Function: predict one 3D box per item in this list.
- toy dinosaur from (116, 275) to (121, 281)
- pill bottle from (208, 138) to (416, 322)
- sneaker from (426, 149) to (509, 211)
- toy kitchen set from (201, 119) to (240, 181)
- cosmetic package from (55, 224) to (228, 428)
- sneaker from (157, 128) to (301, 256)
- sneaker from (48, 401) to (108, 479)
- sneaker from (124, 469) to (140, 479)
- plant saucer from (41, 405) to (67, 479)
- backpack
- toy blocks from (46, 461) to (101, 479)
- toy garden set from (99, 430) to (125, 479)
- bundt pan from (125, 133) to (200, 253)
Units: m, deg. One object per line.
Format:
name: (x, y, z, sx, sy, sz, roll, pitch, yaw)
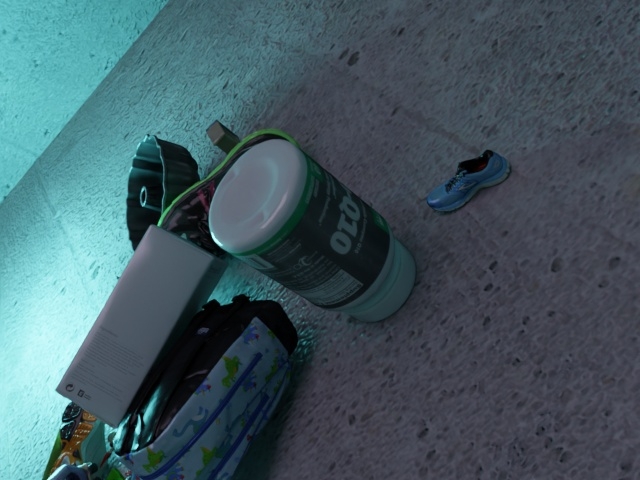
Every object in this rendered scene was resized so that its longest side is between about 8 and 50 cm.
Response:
toy dinosaur: (-0.533, 0.098, 1.832, 0.082, 0.047, 0.090, -19, 38, 11)
pill bottle: (0.000, 0.000, 1.137, 0.204, 0.361, 0.204, -24, 49, 31)
sneaker: (0.259, -0.116, 1.189, 0.162, 0.073, 0.063, -34, 45, 22)
toy kitchen set: (-0.279, -0.193, 1.687, 0.207, 0.166, 0.122, -44, 41, 11)
cosmetic package: (-0.362, 0.172, 1.373, 0.385, 0.156, 0.217, -60, -3, -3)
sneaker: (-0.223, -0.056, 1.529, 0.483, 0.185, 0.202, -49, 37, 8)
sneaker: (-0.540, 0.470, 1.513, 0.099, 0.121, 0.262, 6, 73, 23)
sneaker: (-0.325, 0.441, 1.342, 0.104, 0.125, 0.262, 153, 133, -65)
plant saucer: (-0.639, 0.526, 1.579, 0.241, 0.037, 0.241, -160, 90, -74)
backpack: (-0.221, 0.303, 1.227, 0.290, 0.273, 0.355, -15, 19, 44)
toy blocks: (-0.609, 0.643, 1.293, 0.309, 0.260, 0.288, -29, 74, 26)
toy garden set: (-0.405, 0.447, 1.466, 0.204, 0.049, 0.244, 22, 81, 47)
bundt pan: (-0.415, -0.113, 1.737, 0.331, 0.124, 0.331, -7, 81, 56)
